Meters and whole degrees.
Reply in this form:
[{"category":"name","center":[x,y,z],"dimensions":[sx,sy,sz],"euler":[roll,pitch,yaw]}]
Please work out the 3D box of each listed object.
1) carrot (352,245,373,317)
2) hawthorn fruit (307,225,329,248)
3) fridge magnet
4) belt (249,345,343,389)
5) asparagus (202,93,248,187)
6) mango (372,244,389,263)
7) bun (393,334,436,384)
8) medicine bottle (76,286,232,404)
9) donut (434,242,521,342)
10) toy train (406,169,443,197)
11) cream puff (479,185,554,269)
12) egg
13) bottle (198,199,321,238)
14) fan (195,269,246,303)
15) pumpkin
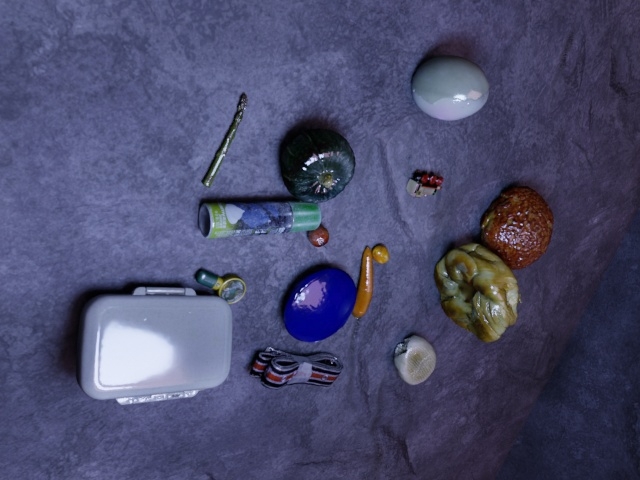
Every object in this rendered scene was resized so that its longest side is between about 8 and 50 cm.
[{"category":"carrot","center":[0.152,0.153,1.691],"dimensions":[0.062,0.066,0.271],"euler":[11,116,3]},{"category":"hawthorn fruit","center":[0.000,0.000,1.475],"dimensions":[0.067,0.103,0.066],"euler":[-11,133,-11]},{"category":"fridge magnet","center":[-0.002,0.203,1.577],"dimensions":[0.266,0.113,0.265],"euler":[-17,123,-29]},{"category":"belt","center":[-0.067,0.429,1.650],"dimensions":[0.360,0.126,0.094],"euler":[15,106,-41]},{"category":"asparagus","center":[-0.231,-0.243,1.225],"dimensions":[0.024,0.025,0.248],"euler":[27,99,1]},{"category":"mango","center":[0.208,0.050,1.690],"dimensions":[0.089,0.046,0.060],"euler":[33,92,-47]},{"category":"bun","center":[0.364,0.467,1.985],"dimensions":[0.178,0.128,0.193],"euler":[-43,120,-9]},{"category":"medicine bottle","center":[-0.409,0.259,1.258],"dimensions":[0.375,0.123,0.282],"euler":[5,85,-35]},{"category":"donut","center":[0.568,0.191,1.822],"dimensions":[0.170,0.360,0.360],"euler":[-22,125,-22]},{"category":"toy train","center":[0.352,-0.186,1.663],"dimensions":[0.138,0.050,0.086],"euler":[1,118,-38]},{"category":"cream puff","center":[0.775,-0.035,1.937],"dimensions":[0.351,0.229,0.350],"euler":[-16,120,-29]},{"category":"egg","center":[0.380,-0.436,1.432],"dimensions":[0.183,0.217,0.182],"euler":[-19,124,-31]},{"category":"bottle","center":[-0.154,-0.060,1.334],"dimensions":[0.330,0.093,0.093],"euler":[-5,117,-34]},{"category":"fan","center":[-0.279,0.120,1.380],"dimensions":[0.155,0.039,0.082],"euler":[32,94,-41]},{"category":"pumpkin","center":[-0.006,-0.196,1.327],"dimensions":[0.212,0.152,0.211],"euler":[-14,123,-23]}]
